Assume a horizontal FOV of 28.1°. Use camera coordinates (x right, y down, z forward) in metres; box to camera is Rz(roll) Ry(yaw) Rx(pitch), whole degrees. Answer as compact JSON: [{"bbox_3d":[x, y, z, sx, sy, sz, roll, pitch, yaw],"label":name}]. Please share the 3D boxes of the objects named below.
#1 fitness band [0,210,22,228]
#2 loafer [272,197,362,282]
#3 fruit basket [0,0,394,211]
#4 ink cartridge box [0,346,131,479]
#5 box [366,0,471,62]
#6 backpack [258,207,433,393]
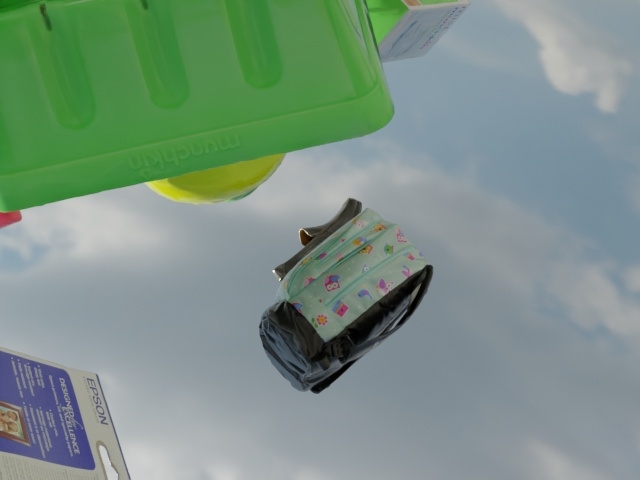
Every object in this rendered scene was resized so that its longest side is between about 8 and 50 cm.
[{"bbox_3d":[-0.477,-0.013,1.505,0.290,0.054,0.209,-20,179,26],"label":"fitness band"},{"bbox_3d":[0.000,0.000,1.687,0.061,0.062,0.170,34,-125,-2],"label":"loafer"},{"bbox_3d":[-0.122,-0.131,1.198,0.392,0.392,0.283,10,-142,-16],"label":"fruit basket"},{"bbox_3d":[-0.338,0.273,1.506,0.307,0.072,0.304,33,-150,-58],"label":"ink cartridge box"},{"bbox_3d":[0.060,-0.396,1.903,0.262,0.127,0.231,50,-149,12],"label":"box"},{"bbox_3d":[0.027,0.057,1.287,0.182,0.152,0.115,-40,-95,-17],"label":"backpack"}]
